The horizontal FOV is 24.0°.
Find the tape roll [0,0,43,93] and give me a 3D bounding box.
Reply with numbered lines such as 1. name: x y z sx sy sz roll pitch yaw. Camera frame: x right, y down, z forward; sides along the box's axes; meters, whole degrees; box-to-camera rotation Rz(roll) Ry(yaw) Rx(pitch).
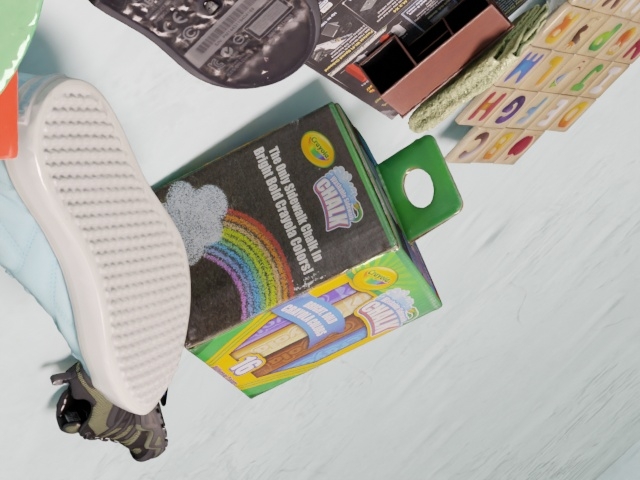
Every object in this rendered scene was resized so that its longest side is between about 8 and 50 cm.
1. tape roll: -0.319 -0.178 0.860 0.321 0.077 0.321 -10 119 -17

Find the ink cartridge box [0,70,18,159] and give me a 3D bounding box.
1. ink cartridge box: -0.266 -0.161 0.989 0.189 0.066 0.232 -8 101 -40

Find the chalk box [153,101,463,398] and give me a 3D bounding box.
1. chalk box: 0.000 0.000 1.485 0.289 0.180 0.179 -25 154 7

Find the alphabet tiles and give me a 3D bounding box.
1. alphabet tiles: 0.287 -0.203 1.651 0.342 0.011 0.285 -47 159 24

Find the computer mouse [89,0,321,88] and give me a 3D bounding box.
1. computer mouse: -0.106 -0.219 1.171 0.188 0.072 0.272 -39 133 16

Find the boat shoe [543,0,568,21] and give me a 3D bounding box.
1. boat shoe: 0.248 -0.252 1.560 0.100 0.035 0.035 -41 125 21

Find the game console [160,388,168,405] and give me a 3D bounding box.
1. game console: -0.149 0.110 1.667 0.107 0.071 0.122 -26 152 -14

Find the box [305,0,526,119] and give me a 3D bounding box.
1. box: 0.106 -0.262 1.337 0.307 0.076 0.242 -41 152 15

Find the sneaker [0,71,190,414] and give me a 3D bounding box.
1. sneaker: -0.219 -0.003 1.291 0.135 0.150 0.366 -51 143 -37

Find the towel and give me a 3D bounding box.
1. towel: 0.147 -0.157 1.395 0.148 0.027 0.110 -35 -170 46

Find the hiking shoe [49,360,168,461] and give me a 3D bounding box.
1. hiking shoe: -0.240 0.186 1.702 0.114 0.086 0.227 -15 144 -6

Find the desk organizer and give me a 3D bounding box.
1. desk organizer: 0.101 -0.173 1.342 0.130 0.047 0.050 -39 150 12
